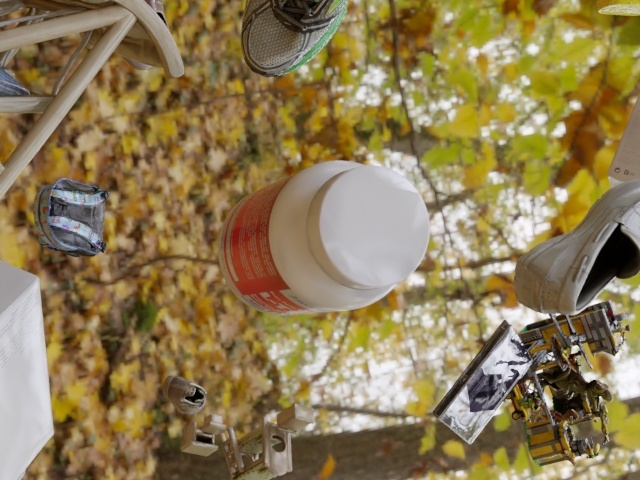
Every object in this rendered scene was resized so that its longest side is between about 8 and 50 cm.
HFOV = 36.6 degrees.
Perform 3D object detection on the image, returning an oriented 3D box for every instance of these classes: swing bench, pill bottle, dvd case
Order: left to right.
[{"bbox_3d":[-0.322,-0.195,1.007,0.253,0.255,0.165,25,-31,52],"label":"swing bench"},{"bbox_3d":[0.000,0.000,1.519,0.408,0.229,0.228,165,-86,-67],"label":"pill bottle"},{"bbox_3d":[0.242,0.211,1.412,0.018,0.164,0.221,36,-5,29],"label":"dvd case"}]

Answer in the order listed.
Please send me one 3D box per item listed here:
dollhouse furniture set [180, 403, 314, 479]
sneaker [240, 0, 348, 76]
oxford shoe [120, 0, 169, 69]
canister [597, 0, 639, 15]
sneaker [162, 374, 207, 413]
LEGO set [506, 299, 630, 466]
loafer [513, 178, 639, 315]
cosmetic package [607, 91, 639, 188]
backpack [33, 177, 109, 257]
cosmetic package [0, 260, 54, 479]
[{"bbox_3d":[-0.127,0.353,1.670,0.182,0.161,0.101,-39,-137,40],"label":"dollhouse furniture set"},{"bbox_3d":[-0.005,-0.372,1.302,0.343,0.134,0.146,-56,-177,17],"label":"sneaker"},{"bbox_3d":[-0.412,-0.471,2.220,0.132,0.130,0.363,62,-12,14],"label":"oxford shoe"},{"bbox_3d":[0.653,-0.574,2.062,0.073,0.126,0.169,165,-76,-76],"label":"canister"},{"bbox_3d":[-0.272,0.338,2.060,0.188,0.071,0.066,52,54,-65],"label":"sneaker"},{"bbox_3d":[0.453,0.233,1.661,0.331,0.192,0.254,0,71,-63],"label":"LEGO set"},{"bbox_3d":[0.400,0.011,1.328,0.111,0.319,0.112,27,-40,43],"label":"loafer"},{"bbox_3d":[0.672,-0.210,1.988,0.231,0.086,0.117,-66,156,-4],"label":"cosmetic package"},{"bbox_3d":[-0.540,-0.050,2.040,0.173,0.117,0.158,20,69,-63],"label":"backpack"},{"bbox_3d":[-0.505,0.209,1.383,0.197,0.155,0.365,-55,163,-47],"label":"cosmetic package"}]
